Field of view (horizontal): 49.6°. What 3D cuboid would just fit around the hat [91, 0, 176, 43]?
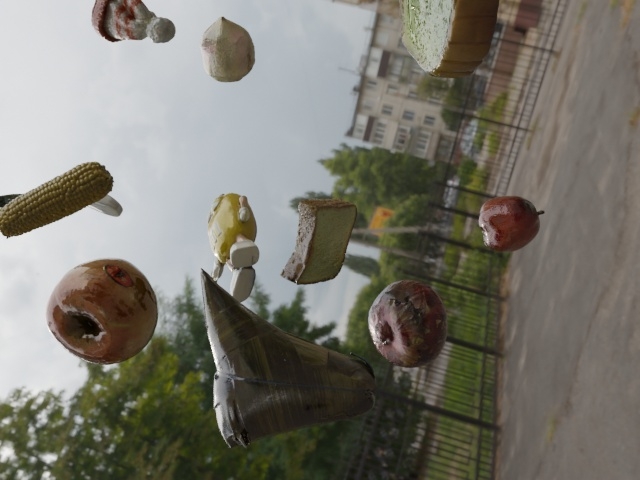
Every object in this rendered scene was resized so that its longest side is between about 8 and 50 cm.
[{"bbox_3d":[-0.350,-0.421,1.321,0.093,0.162,0.112,0,-68,-61],"label":"hat"}]

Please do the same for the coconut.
[{"bbox_3d":[-0.186,-0.385,1.381,0.110,0.110,0.124,-65,-20,-50],"label":"coconut"}]

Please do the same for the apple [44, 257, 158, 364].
[{"bbox_3d":[-0.666,0.210,2.170,0.305,0.338,0.339,-59,-17,-62],"label":"apple"}]

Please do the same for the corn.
[{"bbox_3d":[-0.578,-0.089,1.512,0.260,0.091,0.091,-31,-41,-14],"label":"corn"}]

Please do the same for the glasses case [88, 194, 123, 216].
[{"bbox_3d":[-0.619,-0.117,1.861,0.049,0.193,0.074,-60,-13,-22],"label":"glasses case"}]

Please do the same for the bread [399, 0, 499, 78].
[{"bbox_3d":[0.175,-0.339,0.968,0.236,0.069,0.236,175,90,-80],"label":"bread"}]

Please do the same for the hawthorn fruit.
[{"bbox_3d":[0.604,-0.060,2.178,0.185,0.202,0.185,42,-144,-41],"label":"hawthorn fruit"}]

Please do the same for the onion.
[{"bbox_3d":[0.232,0.229,1.883,0.246,0.190,0.246,14,107,57],"label":"onion"}]

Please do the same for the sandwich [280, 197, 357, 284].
[{"bbox_3d":[0.000,0.000,1.750,0.186,0.065,0.215,-10,-61,-49],"label":"sandwich"}]

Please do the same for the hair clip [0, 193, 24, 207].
[{"bbox_3d":[-0.736,-0.085,1.632,0.066,0.229,0.036,122,137,-65],"label":"hair clip"}]

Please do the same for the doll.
[{"bbox_3d":[-0.293,0.015,2.328,0.423,0.161,0.348,13,92,65],"label":"doll"}]

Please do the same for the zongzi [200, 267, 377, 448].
[{"bbox_3d":[-0.079,0.250,1.682,0.208,0.403,0.432,-179,79,-83],"label":"zongzi"}]
